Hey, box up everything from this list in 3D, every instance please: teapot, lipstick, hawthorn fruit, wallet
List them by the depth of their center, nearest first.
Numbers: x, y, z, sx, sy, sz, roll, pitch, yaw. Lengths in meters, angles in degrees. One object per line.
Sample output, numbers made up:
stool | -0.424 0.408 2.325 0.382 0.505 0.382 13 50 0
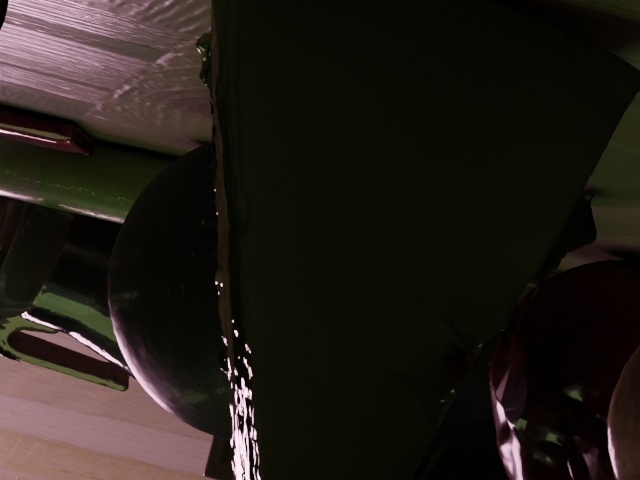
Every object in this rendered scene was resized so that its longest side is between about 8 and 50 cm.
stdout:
teapot | 0.038 0.037 1.223 0.305 0.223 0.285 18 168 -23
hawthorn fruit | 0.307 0.155 1.631 0.311 0.295 0.295 13 177 -8
wallet | -0.327 -0.115 1.644 0.232 0.025 0.119 12 176 2
lipstick | -0.175 -0.049 1.719 0.304 0.076 0.076 12 176 18
teapot | -0.196 0.055 1.942 0.344 0.253 0.300 22 130 -19

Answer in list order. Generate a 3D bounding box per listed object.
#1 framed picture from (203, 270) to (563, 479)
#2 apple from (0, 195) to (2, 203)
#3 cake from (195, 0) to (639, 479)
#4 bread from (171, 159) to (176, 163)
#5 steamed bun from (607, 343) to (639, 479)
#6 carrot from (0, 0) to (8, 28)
framed picture | 0.095 0.164 2.042 0.446 0.326 0.028 11 174 28
apple | -0.480 -0.074 2.064 0.346 0.254 0.179 11 -144 36
cake | -0.018 0.021 0.743 0.172 0.283 0.158 30 176 -1
bread | 0.000 0.000 1.569 0.275 0.114 0.185 15 173 -43
steamed bun | 0.389 0.115 1.362 0.301 0.199 0.251 6 163 -28
carrot | -0.215 -0.127 0.862 0.161 0.055 0.055 19 180 34
